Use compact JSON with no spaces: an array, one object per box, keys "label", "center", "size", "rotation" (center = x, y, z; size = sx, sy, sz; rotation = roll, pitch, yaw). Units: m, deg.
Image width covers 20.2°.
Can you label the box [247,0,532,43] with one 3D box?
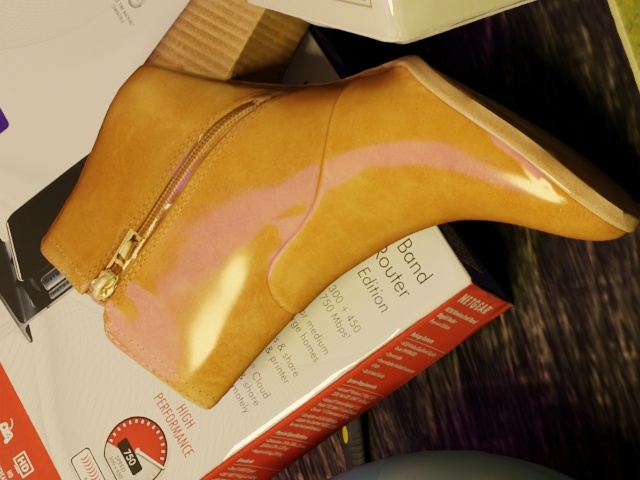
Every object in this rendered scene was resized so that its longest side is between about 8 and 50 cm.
[{"label":"box","center":[0.021,-0.258,0.801],"size":[0.148,0.121,0.311],"rotation":[26,132,55]}]

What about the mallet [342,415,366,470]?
[{"label":"mallet","center":[0.025,0.110,1.180],"size":[0.062,0.039,0.189],"rotation":[32,141,48]}]

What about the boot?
[{"label":"boot","center":[-0.001,-0.001,0.911],"size":[0.295,0.104,0.211],"rotation":[32,98,31]}]

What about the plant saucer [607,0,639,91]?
[{"label":"plant saucer","center":[0.200,-0.061,0.689],"size":[0.188,0.045,0.188],"rotation":[-14,96,65]}]

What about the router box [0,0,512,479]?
[{"label":"router box","center":[-0.105,-0.015,1.049],"size":[0.335,0.301,0.082],"rotation":[57,-168,22]}]

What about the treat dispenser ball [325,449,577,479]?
[{"label":"treat dispenser ball","center":[0.068,0.250,0.901],"size":[0.288,0.288,0.288],"rotation":[43,144,42]}]
